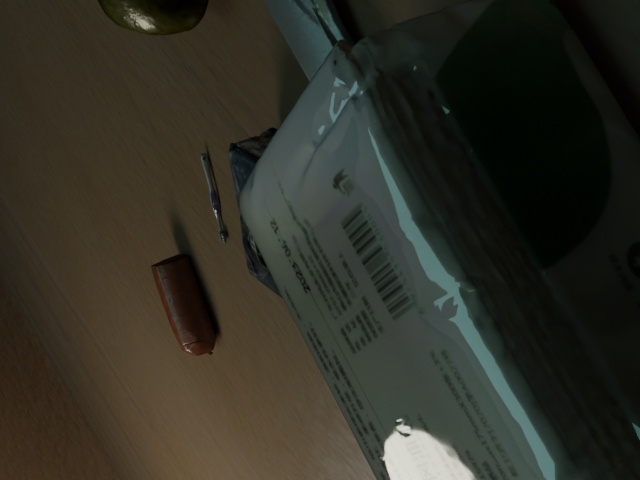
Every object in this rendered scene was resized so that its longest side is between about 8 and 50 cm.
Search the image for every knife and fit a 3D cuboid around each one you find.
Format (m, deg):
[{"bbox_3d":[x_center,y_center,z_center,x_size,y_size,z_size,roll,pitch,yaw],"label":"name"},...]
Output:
[{"bbox_3d":[-0.018,-0.221,0.783,0.073,0.040,0.265,-30,85,51],"label":"knife"}]

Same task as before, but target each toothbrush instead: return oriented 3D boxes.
[{"bbox_3d":[-0.142,-0.055,1.165,0.013,0.011,0.131,-137,33,-59],"label":"toothbrush"}]

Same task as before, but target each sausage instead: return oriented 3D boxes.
[{"bbox_3d":[-0.209,0.109,1.361,0.065,0.065,0.169,-3,107,61],"label":"sausage"}]

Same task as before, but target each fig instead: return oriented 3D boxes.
[{"bbox_3d":[-0.189,-0.298,0.910,0.144,0.154,0.165,4,164,18],"label":"fig"}]

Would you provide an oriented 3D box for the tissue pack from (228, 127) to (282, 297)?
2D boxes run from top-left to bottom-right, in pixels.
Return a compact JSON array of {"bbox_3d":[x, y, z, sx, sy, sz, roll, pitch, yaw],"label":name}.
[{"bbox_3d":[0.000,0.000,0.894,0.235,0.073,0.173,33,137,45],"label":"tissue pack"}]

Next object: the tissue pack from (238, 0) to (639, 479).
[{"bbox_3d":[0.112,0.045,0.606,0.356,0.194,0.266,62,153,9],"label":"tissue pack"}]
